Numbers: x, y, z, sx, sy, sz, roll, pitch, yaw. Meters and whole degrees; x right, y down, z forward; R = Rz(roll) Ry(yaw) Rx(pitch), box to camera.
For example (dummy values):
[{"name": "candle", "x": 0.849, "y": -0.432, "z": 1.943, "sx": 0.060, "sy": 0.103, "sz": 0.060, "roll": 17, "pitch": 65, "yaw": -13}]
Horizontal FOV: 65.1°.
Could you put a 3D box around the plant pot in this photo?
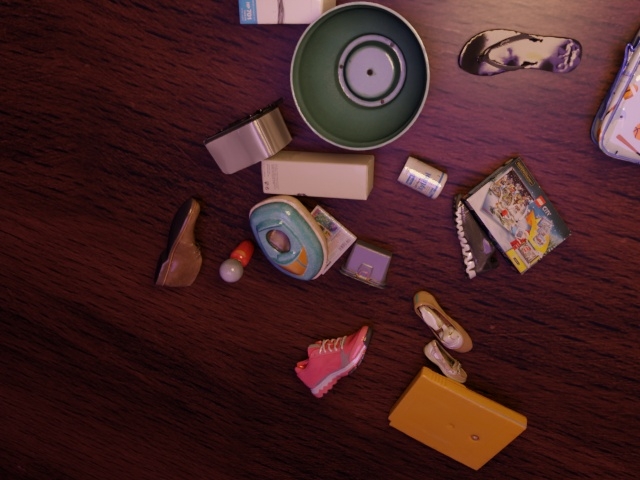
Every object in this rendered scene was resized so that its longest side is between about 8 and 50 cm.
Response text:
[{"name": "plant pot", "x": 0.100, "y": -0.370, "z": 1.120, "sx": 0.292, "sy": 0.196, "sz": 0.293, "roll": 6, "pitch": 115, "yaw": 13}]

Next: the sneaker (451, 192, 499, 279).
[{"name": "sneaker", "x": 0.396, "y": -0.017, "z": 1.263, "sx": 0.106, "sy": 0.078, "sz": 0.234, "roll": -13, "pitch": 110, "yaw": 14}]

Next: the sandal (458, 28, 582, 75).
[{"name": "sandal", "x": 0.430, "y": -0.408, "z": 1.086, "sx": 0.254, "sy": 0.054, "sz": 0.097, "roll": 3, "pitch": 114, "yaw": 15}]

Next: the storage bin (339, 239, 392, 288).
[{"name": "storage bin", "x": 0.130, "y": 0.061, "z": 1.367, "sx": 0.135, "sy": 0.098, "sz": 0.091, "roll": 21, "pitch": 107, "yaw": 7}]

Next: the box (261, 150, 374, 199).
[{"name": "box", "x": -0.005, "y": -0.171, "z": 1.288, "sx": 0.275, "sy": 0.113, "sz": 0.094, "roll": 6, "pitch": 115, "yaw": 15}]

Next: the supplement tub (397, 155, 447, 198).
[{"name": "supplement tub", "x": 0.252, "y": -0.155, "z": 1.242, "sx": 0.107, "sy": 0.071, "sz": 0.071, "roll": 26, "pitch": 118, "yaw": 3}]

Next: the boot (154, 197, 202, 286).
[{"name": "boot", "x": -0.404, "y": 0.012, "z": 1.511, "sx": 0.115, "sy": 0.112, "sz": 0.305, "roll": 15, "pitch": 116, "yaw": -24}]

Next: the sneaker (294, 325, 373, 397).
[{"name": "sneaker", "x": 0.031, "y": 0.348, "z": 1.506, "sx": 0.136, "sy": 0.116, "sz": 0.314, "roll": 39, "pitch": 118, "yaw": -2}]

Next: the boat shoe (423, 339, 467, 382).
[{"name": "boat shoe", "x": 0.368, "y": 0.349, "z": 1.443, "sx": 0.153, "sy": 0.056, "sz": 0.048, "roll": 43, "pitch": 122, "yaw": 3}]

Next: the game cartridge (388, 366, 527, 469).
[{"name": "game cartridge", "x": 0.392, "y": 0.534, "z": 1.495, "sx": 0.323, "sy": 0.053, "sz": 0.285, "roll": 27, "pitch": 130, "yaw": 5}]

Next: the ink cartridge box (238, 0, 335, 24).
[{"name": "ink cartridge box", "x": -0.071, "y": -0.529, "z": 1.129, "sx": 0.190, "sy": 0.140, "sz": 0.082, "roll": 7, "pitch": 114, "yaw": 13}]

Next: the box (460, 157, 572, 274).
[{"name": "box", "x": 0.469, "y": -0.058, "z": 1.201, "sx": 0.159, "sy": 0.044, "sz": 0.233, "roll": -39, "pitch": 99, "yaw": 0}]

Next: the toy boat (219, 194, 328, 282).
[{"name": "toy boat", "x": -0.136, "y": 0.028, "z": 1.365, "sx": 0.318, "sy": 0.148, "sz": 0.268, "roll": -19, "pitch": 117, "yaw": 33}]

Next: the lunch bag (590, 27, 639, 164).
[{"name": "lunch bag", "x": 0.713, "y": -0.301, "z": 1.021, "sx": 0.243, "sy": 0.115, "sz": 0.304, "roll": 19, "pitch": 118, "yaw": 10}]

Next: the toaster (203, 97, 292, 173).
[{"name": "toaster", "x": -0.171, "y": -0.262, "z": 1.266, "sx": 0.185, "sy": 0.168, "sz": 0.110, "roll": -19, "pitch": 109, "yaw": 24}]

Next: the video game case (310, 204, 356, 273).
[{"name": "video game case", "x": 0.000, "y": 0.000, "z": 1.414, "sx": 0.143, "sy": 0.019, "sz": 0.157, "roll": 40, "pitch": 119, "yaw": -3}]

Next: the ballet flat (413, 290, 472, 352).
[{"name": "ballet flat", "x": 0.335, "y": 0.243, "z": 1.394, "sx": 0.232, "sy": 0.073, "sz": 0.080, "roll": 46, "pitch": 118, "yaw": -7}]
